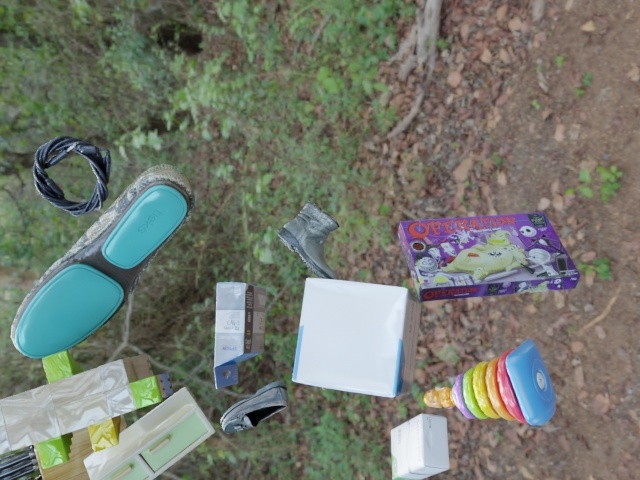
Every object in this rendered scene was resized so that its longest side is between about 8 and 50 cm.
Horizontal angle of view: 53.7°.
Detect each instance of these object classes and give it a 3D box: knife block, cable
[{"bbox_3d":[-0.638,0.507,1.524,0.088,0.242,0.276,-6,55,63],"label":"knife block"},{"bbox_3d":[-0.521,-0.127,1.326,0.047,0.150,0.185,-116,38,-47],"label":"cable"}]

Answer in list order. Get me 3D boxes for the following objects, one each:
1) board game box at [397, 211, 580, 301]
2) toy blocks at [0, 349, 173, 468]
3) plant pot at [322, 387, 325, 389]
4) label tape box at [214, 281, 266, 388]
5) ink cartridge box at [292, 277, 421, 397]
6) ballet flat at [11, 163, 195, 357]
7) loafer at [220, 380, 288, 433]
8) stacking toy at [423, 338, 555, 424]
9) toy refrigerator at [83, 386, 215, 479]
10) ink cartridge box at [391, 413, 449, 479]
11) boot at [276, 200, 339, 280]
[{"bbox_3d":[0.361,0.030,1.387,0.208,0.346,0.056,-103,11,-49],"label":"board game box"},{"bbox_3d":[-0.473,0.320,1.270,0.261,0.381,0.191,67,-175,-83],"label":"toy blocks"},{"bbox_3d":[0.023,0.339,1.720,0.081,0.081,0.083,84,160,-53],"label":"plant pot"},{"bbox_3d":[-0.274,0.327,2.185,0.249,0.115,0.348,38,-130,-76],"label":"label tape box"},{"bbox_3d":[0.085,0.198,1.265,0.270,0.197,0.198,41,-124,-71],"label":"ink cartridge box"},{"bbox_3d":[-0.437,0.034,1.298,0.483,0.164,0.182,-47,28,7],"label":"ballet flat"},{"bbox_3d":[-0.210,0.542,1.986,0.267,0.096,0.084,-39,45,18],"label":"loafer"},{"bbox_3d":[0.368,0.350,1.458,0.301,0.175,0.166,-22,85,35],"label":"stacking toy"},{"bbox_3d":[-0.385,0.470,1.441,0.094,0.269,0.102,33,152,51],"label":"toy refrigerator"},{"bbox_3d":[0.305,0.646,1.962,0.219,0.092,0.160,127,151,-54],"label":"ink cartridge box"},{"bbox_3d":[0.000,0.000,1.876,0.246,0.161,0.083,45,170,17],"label":"boot"}]
